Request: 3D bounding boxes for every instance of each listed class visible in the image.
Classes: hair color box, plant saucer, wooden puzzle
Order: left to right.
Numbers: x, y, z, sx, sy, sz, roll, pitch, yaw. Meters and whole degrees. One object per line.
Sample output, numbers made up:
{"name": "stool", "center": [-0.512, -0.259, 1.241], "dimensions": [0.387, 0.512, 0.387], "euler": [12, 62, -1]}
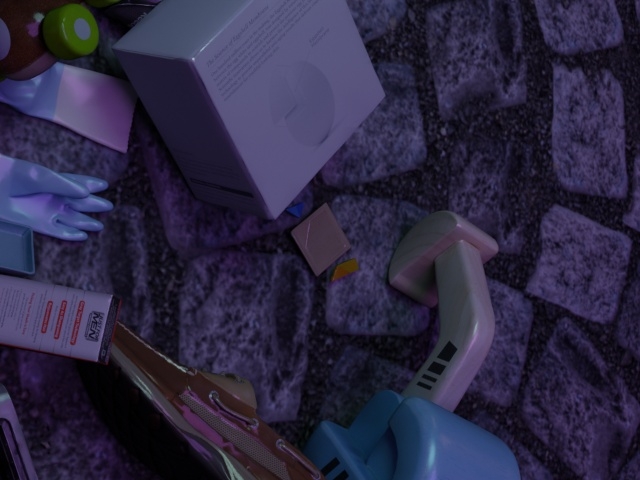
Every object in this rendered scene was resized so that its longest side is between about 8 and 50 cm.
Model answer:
{"name": "plant saucer", "center": [-0.380, -0.007, 1.194], "dimensions": [0.192, 0.018, 0.067], "euler": [16, 41, -32]}
{"name": "hair color box", "center": [-0.281, 0.079, 1.214], "dimensions": [0.141, 0.043, 0.072], "euler": [10, 79, 7]}
{"name": "wooden puzzle", "center": [0.000, 0.000, 1.480], "dimensions": [0.078, 0.014, 0.116], "euler": [-34, 106, -36]}

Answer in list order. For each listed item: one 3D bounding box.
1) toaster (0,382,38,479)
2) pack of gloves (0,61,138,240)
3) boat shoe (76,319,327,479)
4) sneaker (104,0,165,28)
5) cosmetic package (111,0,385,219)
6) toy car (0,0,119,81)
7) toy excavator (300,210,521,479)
{"name": "toaster", "center": [-0.371, 0.238, 1.150], "dimensions": [0.168, 0.110, 0.186], "euler": [-21, 99, -33]}
{"name": "pack of gloves", "center": [-0.303, -0.112, 1.257], "dimensions": [0.232, 0.046, 0.195], "euler": [18, 78, -33]}
{"name": "boat shoe", "center": [-0.123, 0.202, 1.291], "dimensions": [0.324, 0.122, 0.120], "euler": [46, 52, 0]}
{"name": "sneaker", "center": [-0.217, -0.280, 1.306], "dimensions": [0.234, 0.078, 0.106], "euler": [-7, 89, -37]}
{"name": "cosmetic package", "center": [-0.073, -0.187, 1.329], "dimensions": [0.224, 0.138, 0.225], "euler": [-49, 134, -27]}
{"name": "toy car", "center": [-0.312, -0.262, 1.152], "dimensions": [0.188, 0.155, 0.149], "euler": [50, 46, -37]}
{"name": "toy excavator", "center": [0.126, 0.223, 1.405], "dimensions": [0.222, 0.433, 0.445], "euler": [32, 98, -29]}
